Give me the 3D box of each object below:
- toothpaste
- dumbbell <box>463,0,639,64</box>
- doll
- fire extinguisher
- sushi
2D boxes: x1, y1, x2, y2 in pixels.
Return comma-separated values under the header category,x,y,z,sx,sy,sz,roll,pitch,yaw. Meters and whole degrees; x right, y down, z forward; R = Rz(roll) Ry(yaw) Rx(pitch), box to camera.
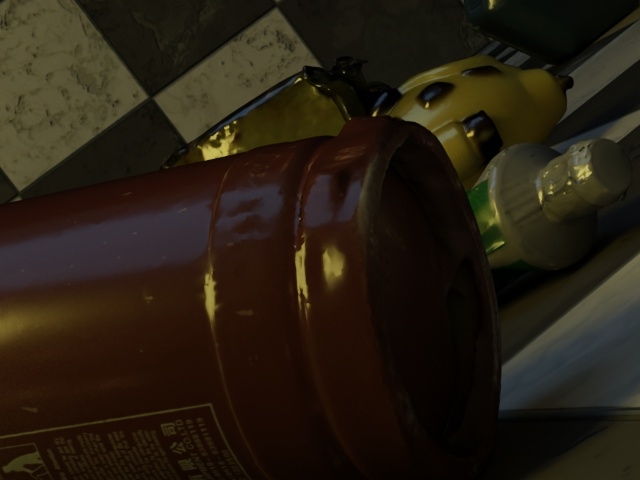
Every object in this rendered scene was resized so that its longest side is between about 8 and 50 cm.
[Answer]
category,x,y,z,sx,sy,sz,roll,pitch,yaw
toothpaste,0.026,0.025,0.708,0.078,0.047,0.248,-38,1,-44
dumbbell,0.216,-0.238,1.431,0.316,0.156,0.143,155,138,-75
doll,0.001,0.001,0.922,0.291,0.086,0.117,-36,-1,-11
fire extinguisher,-0.094,0.034,0.506,0.269,0.105,0.105,-10,15,22
sushi,-0.056,0.020,1.092,0.291,0.139,0.131,-34,-15,26
